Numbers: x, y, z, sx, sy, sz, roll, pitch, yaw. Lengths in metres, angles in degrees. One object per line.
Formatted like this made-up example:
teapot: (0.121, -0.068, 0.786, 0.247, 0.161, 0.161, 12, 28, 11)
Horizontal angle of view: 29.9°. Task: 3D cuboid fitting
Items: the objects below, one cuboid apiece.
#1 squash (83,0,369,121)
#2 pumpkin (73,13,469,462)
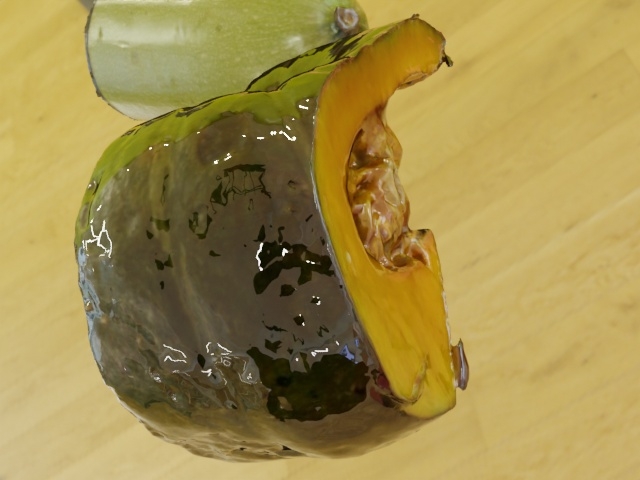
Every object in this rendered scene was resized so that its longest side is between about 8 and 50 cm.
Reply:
squash: (-0.060, -0.146, 0.908, 0.247, 0.132, 0.132, 12, 70, 46)
pumpkin: (0.001, 0.000, 0.642, 0.139, 0.190, 0.280, -16, 12, 30)
